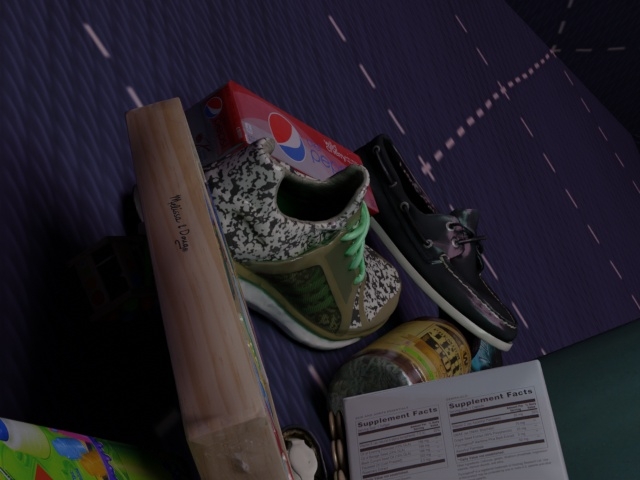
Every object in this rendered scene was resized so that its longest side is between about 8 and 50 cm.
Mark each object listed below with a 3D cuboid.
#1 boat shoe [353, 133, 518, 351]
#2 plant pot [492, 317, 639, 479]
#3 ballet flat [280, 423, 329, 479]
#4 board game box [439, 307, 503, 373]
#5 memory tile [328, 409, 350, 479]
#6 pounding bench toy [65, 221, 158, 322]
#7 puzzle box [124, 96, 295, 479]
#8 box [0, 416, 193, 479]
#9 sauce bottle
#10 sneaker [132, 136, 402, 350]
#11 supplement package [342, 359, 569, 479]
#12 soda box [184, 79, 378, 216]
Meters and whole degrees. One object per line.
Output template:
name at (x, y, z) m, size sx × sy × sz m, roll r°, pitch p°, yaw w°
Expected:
boat shoe at (0.148, -0.009, 1.508) m, size 0.340 × 0.113 × 0.127 m, roll 49°, pitch 14°, yaw 32°
plant pot at (0.354, 0.259, 1.449) m, size 0.341 × 0.334 × 0.341 m, roll 43°, pitch 29°, yaw -32°
ballet flat at (-0.016, 0.251, 1.075) m, size 0.074 × 0.074 × 0.203 m, roll 39°, pitch 29°, yaw -37°
board game box at (0.215, 0.134, 1.693) m, size 0.126 × 0.026 × 0.186 m, roll 43°, pitch 29°, yaw -30°
memory tile at (0.031, 0.247, 1.163) m, size 0.113 × 0.012 × 0.148 m, roll -95°, pitch 171°, yaw -51°
pounding bench toy at (-0.165, 0.029, 1.035) m, size 0.052 × 0.083 × 0.065 m, roll 1°, pitch 60°, yaw -62°
puzzle box at (-0.071, 0.101, 0.922) m, size 0.409 × 0.052 × 0.272 m, roll -111°, pitch -174°, yaw -53°
box at (-0.167, 0.252, 0.598) m, size 0.279 × 0.177 × 0.290 m, roll 27°, pitch 26°, yaw -49°
sauce bottle at (0.113, 0.147, 1.390) m, size 0.111 × 0.111 × 0.344 m, roll 60°, pitch 23°, yaw 2°
sneaker at (0.000, 0.000, 1.258) m, size 0.410 × 0.182 × 0.158 m, roll 21°, pitch 44°, yaw -54°
supplement package at (0.145, 0.289, 1.119) m, size 0.199 × 0.198 × 0.263 m, roll 70°, pitch 11°, yaw -45°
soda box at (-0.044, -0.086, 1.393) m, size 0.263 × 0.083 × 0.092 m, roll 24°, pitch 42°, yaw -50°
